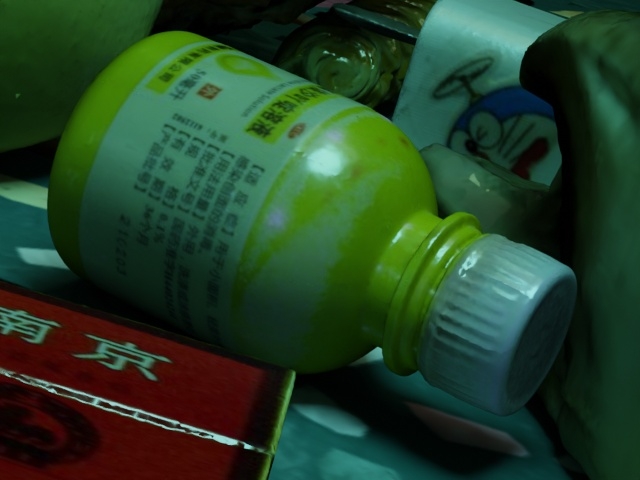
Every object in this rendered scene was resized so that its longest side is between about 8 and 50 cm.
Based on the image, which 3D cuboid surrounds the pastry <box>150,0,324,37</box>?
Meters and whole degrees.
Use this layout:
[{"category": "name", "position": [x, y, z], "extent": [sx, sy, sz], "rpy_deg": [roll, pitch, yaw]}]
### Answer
[{"category": "pastry", "position": [-0.064, -0.268, 1.175], "extent": [0.405, 0.292, 0.337], "rpy_deg": [-29, 2, -3]}]

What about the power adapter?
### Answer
[{"category": "power adapter", "position": [0.088, -0.075, 1.084], "extent": [0.205, 0.130, 0.125], "rpy_deg": [21, 18, 15]}]

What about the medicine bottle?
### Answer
[{"category": "medicine bottle", "position": [0.000, 0.000, 0.788], "extent": [0.212, 0.122, 0.122], "rpy_deg": [25, 19, 24]}]

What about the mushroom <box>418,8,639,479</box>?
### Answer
[{"category": "mushroom", "position": [0.192, 0.005, 0.850], "extent": [0.217, 0.212, 0.292], "rpy_deg": [1, 16, -21]}]

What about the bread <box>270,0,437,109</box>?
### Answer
[{"category": "bread", "position": [0.051, -0.142, 1.342], "extent": [0.077, 0.084, 0.367], "rpy_deg": [62, 23, -4]}]

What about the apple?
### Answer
[{"category": "apple", "position": [-0.177, -0.133, 0.933], "extent": [0.200, 0.200, 0.200], "rpy_deg": [15, 18, -5]}]

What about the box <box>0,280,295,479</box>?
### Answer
[{"category": "box", "position": [-0.098, 0.084, 0.532], "extent": [0.153, 0.074, 0.240], "rpy_deg": [13, 17, 2]}]
